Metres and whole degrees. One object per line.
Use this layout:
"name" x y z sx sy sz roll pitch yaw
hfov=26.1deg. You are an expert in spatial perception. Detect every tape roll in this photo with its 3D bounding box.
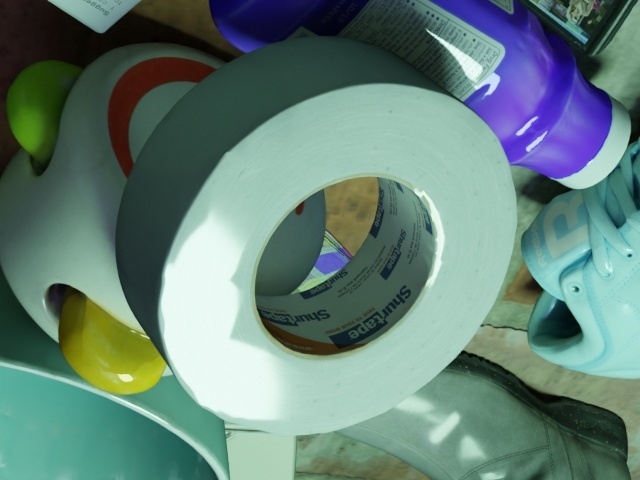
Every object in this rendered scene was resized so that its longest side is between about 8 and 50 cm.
"tape roll" 0.000 0.000 0.775 0.219 0.072 0.219 -14 122 -23

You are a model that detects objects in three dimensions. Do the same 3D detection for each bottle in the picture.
"bottle" 0.072 -0.116 0.847 0.283 0.092 0.118 25 137 -30

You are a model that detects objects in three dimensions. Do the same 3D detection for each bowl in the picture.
"bowl" -0.202 0.090 1.036 0.312 0.163 0.311 9 148 6

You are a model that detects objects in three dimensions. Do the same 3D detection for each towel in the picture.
"towel" -0.007 0.018 1.094 0.060 0.009 0.083 -21 138 24

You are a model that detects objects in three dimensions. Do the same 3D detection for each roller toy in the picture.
"roller toy" -0.106 -0.014 0.895 0.191 0.209 0.146 -11 158 -45

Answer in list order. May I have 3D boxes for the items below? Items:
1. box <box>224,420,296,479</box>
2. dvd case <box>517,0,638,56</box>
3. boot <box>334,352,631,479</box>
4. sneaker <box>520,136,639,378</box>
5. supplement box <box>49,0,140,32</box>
"box" -0.069 0.191 1.243 0.094 0.113 0.275 2 142 -1
"dvd case" 0.122 -0.229 0.669 0.180 0.022 0.253 40 141 11
"boot" 0.151 0.232 1.203 0.338 0.222 0.118 15 141 -20
"sneaker" 0.222 -0.003 0.967 0.150 0.135 0.366 -2 142 -4
"supplement box" -0.081 -0.222 0.690 0.114 0.111 0.220 29 134 -33
